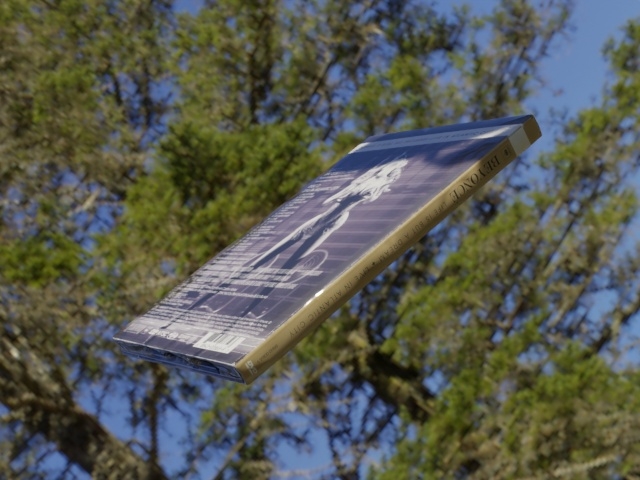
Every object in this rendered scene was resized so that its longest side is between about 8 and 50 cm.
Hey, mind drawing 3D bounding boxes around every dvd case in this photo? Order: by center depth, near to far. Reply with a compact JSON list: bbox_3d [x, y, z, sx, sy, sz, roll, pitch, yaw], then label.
[{"bbox_3d":[0.000,0.000,0.653,0.221,0.164,0.018,-40,-71,-24],"label":"dvd case"}]
